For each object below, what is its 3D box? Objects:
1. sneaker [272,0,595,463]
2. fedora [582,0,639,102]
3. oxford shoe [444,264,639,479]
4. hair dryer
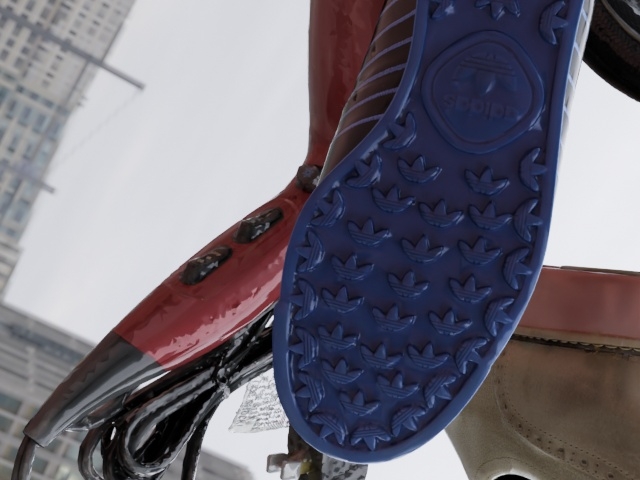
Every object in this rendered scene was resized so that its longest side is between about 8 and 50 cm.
[{"bbox_3d":[0.048,-0.040,0.433,0.090,0.081,0.232,-17,126,-80],"label":"sneaker"},{"bbox_3d":[0.283,-0.252,0.945,0.334,0.334,0.152,-56,156,17],"label":"fedora"},{"bbox_3d":[0.102,0.095,0.762,0.397,0.141,0.146,162,-67,-76],"label":"oxford shoe"},{"bbox_3d":[0.000,0.000,0.510,0.080,0.224,0.293,20,-77,29],"label":"hair dryer"}]
